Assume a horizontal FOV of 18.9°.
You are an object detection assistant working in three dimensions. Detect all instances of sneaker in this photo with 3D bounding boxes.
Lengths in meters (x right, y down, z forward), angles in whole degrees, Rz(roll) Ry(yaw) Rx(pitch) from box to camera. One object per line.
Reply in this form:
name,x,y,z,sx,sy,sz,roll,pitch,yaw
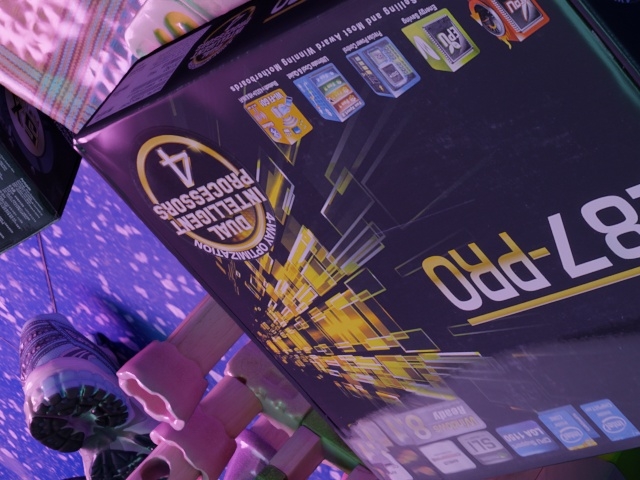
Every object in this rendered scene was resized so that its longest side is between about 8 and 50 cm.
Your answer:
sneaker,-0.206,0.155,1.856,0.283,0.110,0.122,61,-174,-59

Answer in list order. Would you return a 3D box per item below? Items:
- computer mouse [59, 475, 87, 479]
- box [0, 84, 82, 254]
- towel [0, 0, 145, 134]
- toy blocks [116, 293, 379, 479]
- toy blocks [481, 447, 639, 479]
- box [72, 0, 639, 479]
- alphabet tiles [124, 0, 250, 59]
computer mouse,-0.208,0.296,2.024,0.262,0.060,0.184,19,161,-24
box,-0.266,-0.099,1.456,0.077,0.147,0.180,-29,113,17
towel,-0.173,-0.174,1.246,0.370,0.040,0.271,34,143,4
toy blocks,-0.036,0.245,1.503,0.289,0.260,0.309,32,159,23
toy blocks,0.144,0.321,1.322,0.191,0.381,0.261,18,156,43
box,0.085,-0.019,1.063,0.318,0.097,0.395,47,143,-19
alphabet tiles,0.017,-0.072,1.160,0.284,0.021,0.278,37,142,-8
